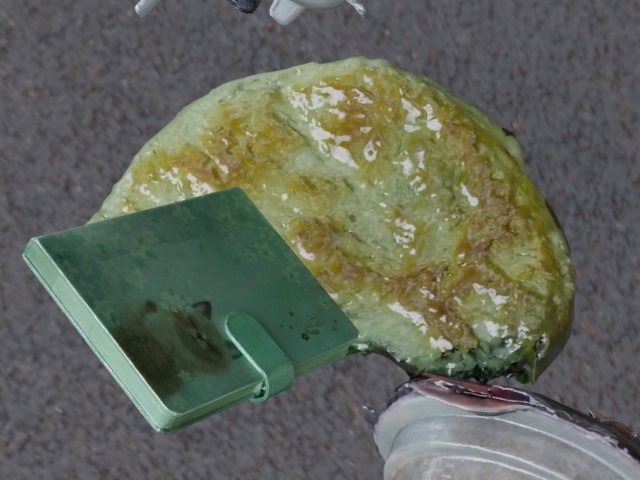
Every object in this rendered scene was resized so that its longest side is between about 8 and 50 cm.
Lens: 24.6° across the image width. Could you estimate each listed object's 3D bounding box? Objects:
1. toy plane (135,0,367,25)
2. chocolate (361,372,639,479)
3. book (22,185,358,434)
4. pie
[{"bbox_3d":[-0.062,-0.219,0.911,0.182,0.273,0.107,-40,51,0],"label":"toy plane"},{"bbox_3d":[0.101,0.185,0.844,0.221,0.221,0.147,8,47,23],"label":"chocolate"},{"bbox_3d":[-0.049,0.027,0.636,0.103,0.135,0.017,50,124,16],"label":"book"},{"bbox_3d":[0.000,0.000,1.086,0.371,0.078,0.296,-1,66,3],"label":"pie"}]
